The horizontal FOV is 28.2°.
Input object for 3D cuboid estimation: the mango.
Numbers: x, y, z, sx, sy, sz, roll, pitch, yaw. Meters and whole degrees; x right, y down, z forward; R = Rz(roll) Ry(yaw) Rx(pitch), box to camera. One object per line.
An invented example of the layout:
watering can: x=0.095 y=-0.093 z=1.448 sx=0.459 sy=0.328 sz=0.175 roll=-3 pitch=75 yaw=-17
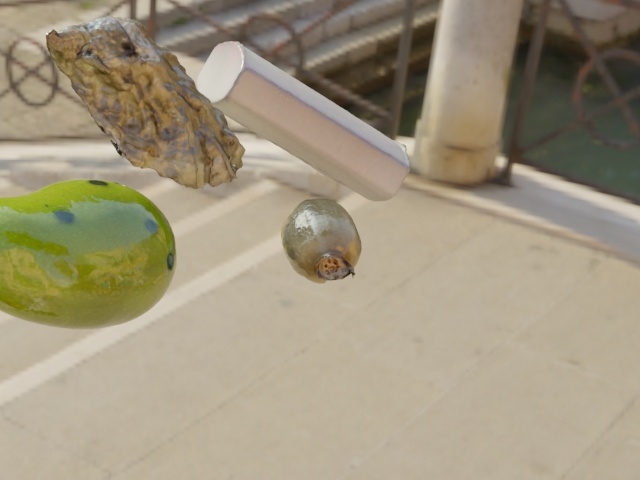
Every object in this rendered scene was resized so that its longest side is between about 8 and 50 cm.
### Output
mango: x=-0.270 y=0.014 z=1.362 sx=0.293 sy=0.143 sz=0.175 roll=1 pitch=51 yaw=-55

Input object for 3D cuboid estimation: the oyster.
oyster: x=-0.146 y=-0.133 z=1.174 sx=0.209 sy=0.072 sz=0.133 roll=47 pitch=42 yaw=-7

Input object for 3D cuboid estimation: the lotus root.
lotus root: x=0.000 y=0.000 z=1.204 sx=0.073 sy=0.062 sz=0.150 roll=-15 pitch=26 yaw=-4

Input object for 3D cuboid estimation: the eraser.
eraser: x=-0.023 y=-0.157 z=1.686 sx=0.270 sy=0.094 sz=0.174 roll=31 pitch=4 yaw=-23
